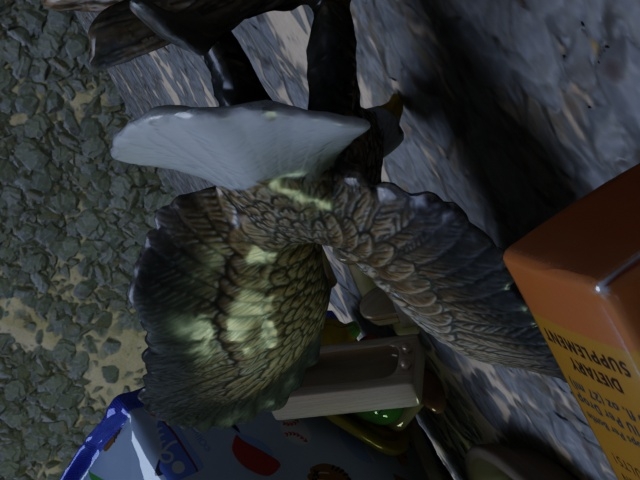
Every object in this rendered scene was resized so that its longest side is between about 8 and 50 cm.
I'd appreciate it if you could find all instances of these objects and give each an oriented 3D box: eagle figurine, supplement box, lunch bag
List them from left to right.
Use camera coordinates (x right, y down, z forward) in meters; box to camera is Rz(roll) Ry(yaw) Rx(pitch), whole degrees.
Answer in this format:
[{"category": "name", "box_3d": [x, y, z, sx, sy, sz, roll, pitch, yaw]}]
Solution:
[{"category": "lunch bag", "box_3d": [-0.014, 0.260, 0.934, 0.328, 0.385, 0.239, 53, 125, 11]}, {"category": "eagle figurine", "box_3d": [0.008, -0.005, 0.519, 0.226, 0.225, 0.298, 22, 133, 56]}, {"category": "supplement box", "box_3d": [0.157, 0.087, 0.355, 0.233, 0.080, 0.078, 58, 172, -13]}]

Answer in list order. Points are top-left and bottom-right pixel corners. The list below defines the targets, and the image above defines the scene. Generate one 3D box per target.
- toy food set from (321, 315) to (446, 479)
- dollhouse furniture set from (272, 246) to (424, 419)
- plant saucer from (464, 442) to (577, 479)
[{"category": "toy food set", "box_3d": [0.054, 0.119, 0.900, 0.218, 0.071, 0.128, 37, -158, -35]}, {"category": "dollhouse furniture set", "box_3d": [-0.002, 0.035, 0.763, 0.151, 0.144, 0.123, -77, -29, -48]}, {"category": "plant saucer", "box_3d": [0.204, 0.264, 0.744, 0.278, 0.041, 0.278, 56, 170, 16]}]
